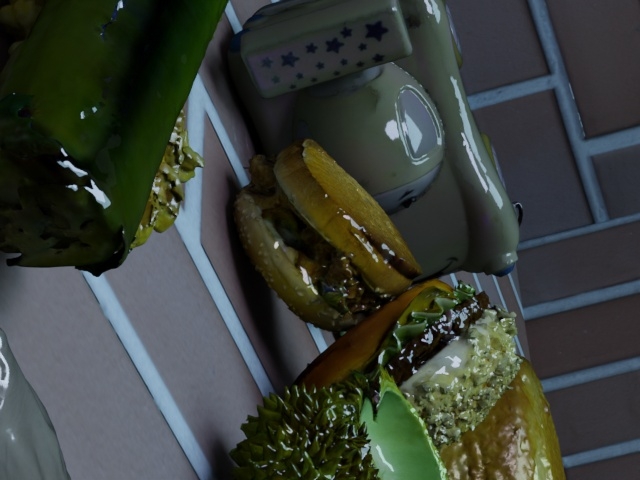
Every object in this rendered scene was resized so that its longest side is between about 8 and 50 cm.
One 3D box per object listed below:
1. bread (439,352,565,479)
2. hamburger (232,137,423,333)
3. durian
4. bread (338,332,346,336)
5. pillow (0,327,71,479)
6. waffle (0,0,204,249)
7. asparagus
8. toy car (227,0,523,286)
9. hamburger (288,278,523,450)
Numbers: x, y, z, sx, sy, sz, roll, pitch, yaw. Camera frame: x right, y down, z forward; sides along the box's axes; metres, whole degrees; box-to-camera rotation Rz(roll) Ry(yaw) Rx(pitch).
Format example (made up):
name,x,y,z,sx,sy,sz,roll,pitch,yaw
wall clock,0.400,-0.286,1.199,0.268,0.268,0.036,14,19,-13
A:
name,x,y,z,sx,sy,sz,roll,pitch,yaw
bread,0.185,0.286,2.228,0.337,0.204,0.358,43,32,-79
hamburger,-0.004,-0.006,1.801,0.191,0.118,0.182,52,8,2
durian,0.013,0.222,1.505,0.200,0.176,0.237,77,11,-54
bread,0.032,0.038,2.209,0.228,0.033,0.228,-16,90,-79
pillow,-0.174,0.144,0.952,0.270,0.067,0.173,-88,166,-55
waffle,-0.159,-0.110,1.369,0.243,0.058,0.238,-34,110,-74
asparagus,-0.129,-0.128,1.246,0.128,0.108,0.382,46,39,-25
toy car,0.056,-0.092,1.953,0.226,0.242,0.336,-75,147,-74
hamburger,0.074,0.141,1.777,0.139,0.261,0.243,51,12,9
